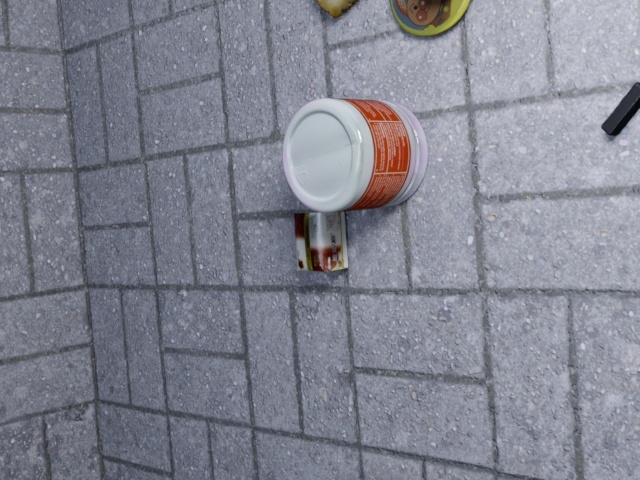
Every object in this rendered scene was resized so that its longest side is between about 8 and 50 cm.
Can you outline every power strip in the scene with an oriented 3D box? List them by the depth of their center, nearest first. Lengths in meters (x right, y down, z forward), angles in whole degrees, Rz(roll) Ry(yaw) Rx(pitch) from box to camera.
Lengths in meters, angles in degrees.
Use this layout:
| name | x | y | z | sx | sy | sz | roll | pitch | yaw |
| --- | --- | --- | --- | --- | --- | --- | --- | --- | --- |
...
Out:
| name | x | y | z | sx | sy | sz | roll | pitch | yaw |
| --- | --- | --- | --- | --- | --- | --- | --- | --- | --- |
| power strip | 0.576 | -0.248 | 1.640 | 0.029 | 0.038 | 0.111 | 51 | 124 | 27 |

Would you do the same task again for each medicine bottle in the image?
| name | x | y | z | sx | sy | sz | roll | pitch | yaw |
| --- | --- | --- | --- | --- | --- | --- | --- | --- | --- |
| medicine bottle | 0.076 | -0.193 | 1.975 | 0.252 | 0.241 | 0.252 | 6 | 98 | 43 |

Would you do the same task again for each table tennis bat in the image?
| name | x | y | z | sx | sy | sz | roll | pitch | yaw |
| --- | --- | --- | --- | --- | --- | --- | --- | --- | --- |
| table tennis bat | 0.286 | -0.555 | 1.864 | 0.369 | 0.054 | 0.224 | 8 | 97 | 45 |

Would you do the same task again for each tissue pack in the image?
| name | x | y | z | sx | sy | sz | roll | pitch | yaw |
| --- | --- | --- | --- | --- | --- | --- | --- | --- | --- |
| tissue pack | -0.001 | 0.000 | 2.167 | 0.106 | 0.099 | 0.148 | -1 | 95 | 44 |

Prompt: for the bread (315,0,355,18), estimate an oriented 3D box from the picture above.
| name | x | y | z | sx | sy | sz | roll | pitch | yaw |
| --- | --- | --- | --- | --- | --- | --- | --- | --- | --- |
| bread | 0.068 | -0.626 | 2.040 | 0.225 | 0.081 | 0.134 | -32 | 79 | 39 |
